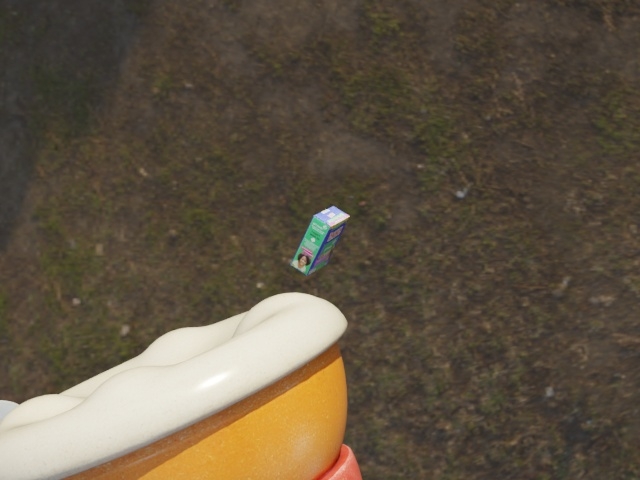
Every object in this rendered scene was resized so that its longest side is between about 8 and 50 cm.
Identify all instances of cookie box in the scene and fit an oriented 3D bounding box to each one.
[{"bbox_3d":[0.000,0.000,1.705,0.040,0.092,0.107,31,113,15],"label":"cookie box"}]

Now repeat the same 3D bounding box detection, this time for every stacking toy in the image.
[{"bbox_3d":[-0.063,0.318,0.872,0.351,0.351,0.479,-21,93,35],"label":"stacking toy"}]

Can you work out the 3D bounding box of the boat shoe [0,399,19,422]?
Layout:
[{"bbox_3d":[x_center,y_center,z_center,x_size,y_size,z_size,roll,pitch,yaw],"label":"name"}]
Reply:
[{"bbox_3d":[-0.533,0.256,1.304,0.084,0.258,0.095,-38,43,45],"label":"boat shoe"}]
